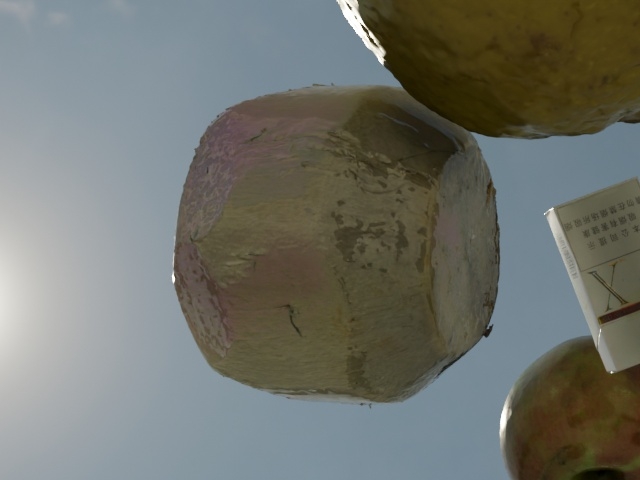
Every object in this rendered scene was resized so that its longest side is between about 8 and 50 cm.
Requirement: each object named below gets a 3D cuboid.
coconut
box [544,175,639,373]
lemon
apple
[{"bbox_3d":[0.001,-0.002,1.067,0.230,0.227,0.227,2,-37,28],"label":"coconut"},{"bbox_3d":[0.265,0.031,1.330,0.084,0.154,0.040,-20,-6,-10],"label":"box"},{"bbox_3d":[0.131,-0.207,0.933,0.268,0.268,0.322,-21,-59,17],"label":"lemon"},{"bbox_3d":[0.279,0.195,1.551,0.196,0.196,0.196,-2,-43,-2],"label":"apple"}]
